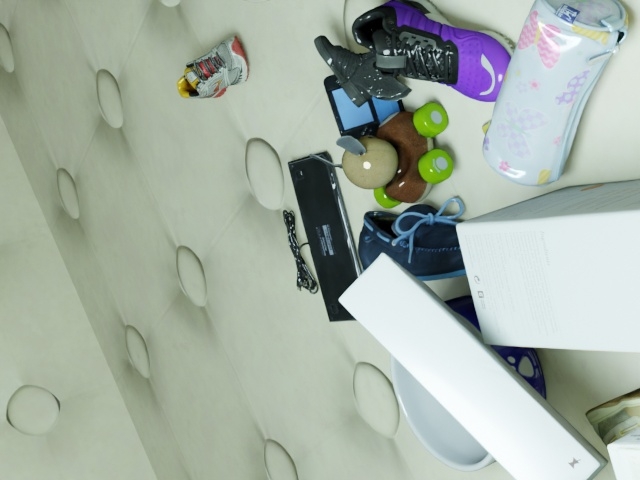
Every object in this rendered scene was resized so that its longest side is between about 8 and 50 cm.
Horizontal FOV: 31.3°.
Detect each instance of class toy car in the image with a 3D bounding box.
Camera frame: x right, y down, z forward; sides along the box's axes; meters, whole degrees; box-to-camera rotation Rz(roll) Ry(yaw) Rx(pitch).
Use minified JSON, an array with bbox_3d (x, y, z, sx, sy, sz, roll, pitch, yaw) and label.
[{"bbox_3d":[0.082,-0.136,1.765,0.155,0.188,0.149,-29,61,54],"label":"toy car"}]

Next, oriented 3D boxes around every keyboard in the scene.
[{"bbox_3d":[0.000,0.000,2.140,0.201,0.033,0.317,-9,96,52],"label":"keyboard"}]

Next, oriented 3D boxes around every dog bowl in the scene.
[{"bbox_3d":[0.230,0.224,1.816,0.265,0.104,0.265,32,131,46],"label":"dog bowl"}]

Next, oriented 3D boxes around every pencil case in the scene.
[{"bbox_3d":[0.302,-0.200,1.490,0.124,0.113,0.273,31,134,15],"label":"pencil case"}]

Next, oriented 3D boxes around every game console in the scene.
[{"bbox_3d":[0.072,-0.230,1.879,0.071,0.107,0.122,130,122,-86],"label":"game console"}]

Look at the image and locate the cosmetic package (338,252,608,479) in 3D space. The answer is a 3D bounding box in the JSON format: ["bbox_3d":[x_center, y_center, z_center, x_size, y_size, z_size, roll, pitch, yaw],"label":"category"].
[{"bbox_3d":[0.214,0.194,1.538,0.377,0.097,0.284,45,-178,19],"label":"cosmetic package"}]

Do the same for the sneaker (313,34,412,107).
[{"bbox_3d":[0.066,-0.282,1.842,0.089,0.051,0.170,-36,72,14],"label":"sneaker"}]

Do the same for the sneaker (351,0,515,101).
[{"bbox_3d":[0.152,-0.266,1.659,0.293,0.146,0.102,38,135,44],"label":"sneaker"}]

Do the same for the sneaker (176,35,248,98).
[{"bbox_3d":[-0.212,-0.329,2.252,0.225,0.092,0.088,-33,77,57],"label":"sneaker"}]

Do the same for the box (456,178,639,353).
[{"bbox_3d":[0.368,0.024,1.398,0.345,0.215,0.168,-4,101,59],"label":"box"}]

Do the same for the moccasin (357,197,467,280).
[{"bbox_3d":[0.149,-0.001,1.806,0.342,0.137,0.117,-1,100,57],"label":"moccasin"}]

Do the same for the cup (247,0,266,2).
[{"bbox_3d":[-0.023,-0.540,1.713,0.331,0.236,0.331,31,129,47],"label":"cup"}]

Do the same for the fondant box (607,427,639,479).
[{"bbox_3d":[0.480,0.275,1.231,0.096,0.330,0.238,-13,94,59],"label":"fondant box"}]

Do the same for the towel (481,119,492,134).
[{"bbox_3d":[0.266,-0.141,1.671,0.060,0.009,0.083,-28,81,57],"label":"towel"}]

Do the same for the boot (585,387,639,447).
[{"bbox_3d":[0.452,0.276,1.518,0.165,0.077,0.213,67,155,11],"label":"boot"}]
